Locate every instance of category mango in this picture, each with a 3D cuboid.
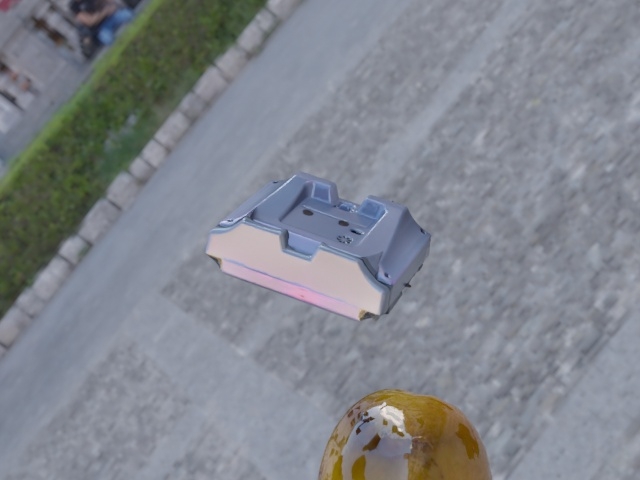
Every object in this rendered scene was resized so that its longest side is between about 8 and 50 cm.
[{"bbox_3d":[0.052,0.206,0.811,0.145,0.112,0.219,-21,-63,-65],"label":"mango"}]

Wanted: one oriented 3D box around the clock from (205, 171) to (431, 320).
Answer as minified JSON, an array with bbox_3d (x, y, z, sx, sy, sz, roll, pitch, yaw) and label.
[{"bbox_3d":[0.000,0.000,1.558,0.186,0.253,0.083,-46,-30,-58],"label":"clock"}]
